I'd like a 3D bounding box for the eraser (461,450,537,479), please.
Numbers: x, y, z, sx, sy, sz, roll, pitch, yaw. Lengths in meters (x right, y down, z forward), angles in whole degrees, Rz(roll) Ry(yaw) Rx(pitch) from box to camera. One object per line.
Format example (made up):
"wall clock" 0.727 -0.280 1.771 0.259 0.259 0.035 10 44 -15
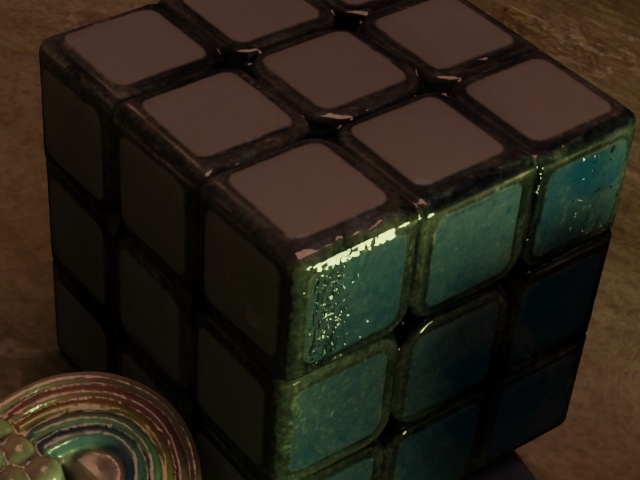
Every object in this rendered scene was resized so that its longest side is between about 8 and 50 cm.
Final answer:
"eraser" 0.093 0.150 1.278 0.082 0.036 0.225 -5 38 -30

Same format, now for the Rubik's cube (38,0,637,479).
"Rubik's cube" 0.000 0.000 1.172 0.301 0.305 0.304 -22 45 -31

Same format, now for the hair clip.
"hair clip" -0.135 0.166 1.071 0.220 0.054 0.140 44 56 7
